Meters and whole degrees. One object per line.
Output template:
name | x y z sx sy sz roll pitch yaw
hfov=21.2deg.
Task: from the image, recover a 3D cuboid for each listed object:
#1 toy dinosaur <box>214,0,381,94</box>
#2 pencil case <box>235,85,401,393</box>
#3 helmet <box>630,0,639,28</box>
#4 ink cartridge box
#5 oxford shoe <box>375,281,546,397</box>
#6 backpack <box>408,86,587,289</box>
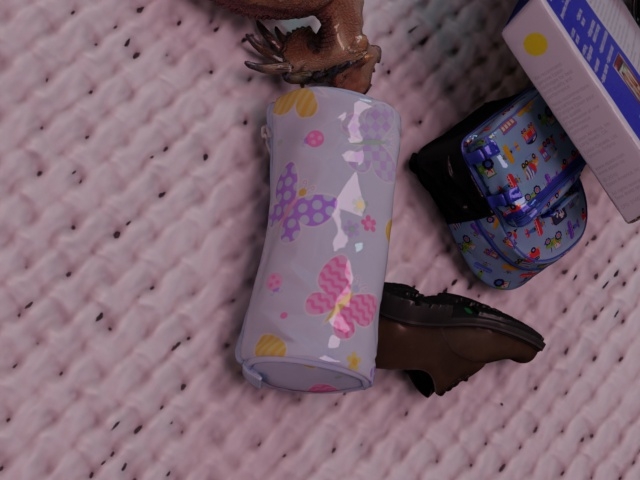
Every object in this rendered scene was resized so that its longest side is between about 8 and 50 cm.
toy dinosaur | -0.049 -0.239 1.533 0.296 0.127 0.200 24 101 -14
pencil case | 0.000 0.000 1.509 0.124 0.113 0.273 11 71 -16
helmet | 0.422 -0.268 1.861 0.169 0.161 0.169 4 51 -5
ink cartridge box | 0.258 -0.203 1.700 0.307 0.072 0.303 53 25 -11
oxford shoe | 0.121 0.100 1.613 0.227 0.083 0.096 10 99 -39
backpack | 0.193 -0.045 1.665 0.158 0.117 0.173 -35 102 -38
